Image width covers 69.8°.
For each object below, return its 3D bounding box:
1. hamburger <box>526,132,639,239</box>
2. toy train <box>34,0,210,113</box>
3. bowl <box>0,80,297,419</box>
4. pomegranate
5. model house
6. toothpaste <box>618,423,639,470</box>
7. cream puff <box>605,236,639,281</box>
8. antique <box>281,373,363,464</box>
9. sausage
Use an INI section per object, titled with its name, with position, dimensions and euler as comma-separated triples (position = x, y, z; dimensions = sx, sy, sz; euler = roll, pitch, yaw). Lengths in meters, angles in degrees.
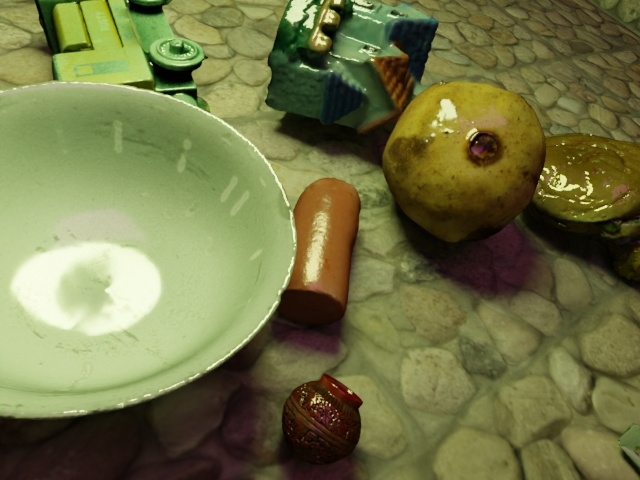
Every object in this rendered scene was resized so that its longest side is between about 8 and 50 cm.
[hamburger]
position = 0.548, -0.127, 0.945
dimensions = 0.285, 0.134, 0.265
euler = 15, 38, 32
[toy train]
position = -0.356, -0.339, 0.834
dimensions = 0.253, 0.160, 0.397
euler = -15, 60, -21
[bowl]
position = -0.259, 0.023, 0.550
dimensions = 0.435, 0.196, 0.435
euler = 9, 51, -11
[pomegranate]
position = 0.245, -0.134, 0.807
dimensions = 0.281, 0.281, 0.281
euler = 10, 51, -12
[model house]
position = 0.107, -0.345, 0.904
dimensions = 0.329, 0.252, 0.295
euler = 24, 42, 7
[toothpaste]
position = 0.521, 0.378, 0.649
dimensions = 0.060, 0.038, 0.233
euler = -17, 59, -29
[cream puff]
position = 0.657, 0.023, 0.931
dimensions = 0.121, 0.156, 0.156
euler = 57, 42, -28
[antique]
position = 0.001, 0.218, 0.553
dimensions = 0.104, 0.104, 0.104
euler = 10, 51, -12
[sausage]
position = 0.000, 0.000, 0.718
dimensions = 0.113, 0.113, 0.259
euler = 17, 50, -6
